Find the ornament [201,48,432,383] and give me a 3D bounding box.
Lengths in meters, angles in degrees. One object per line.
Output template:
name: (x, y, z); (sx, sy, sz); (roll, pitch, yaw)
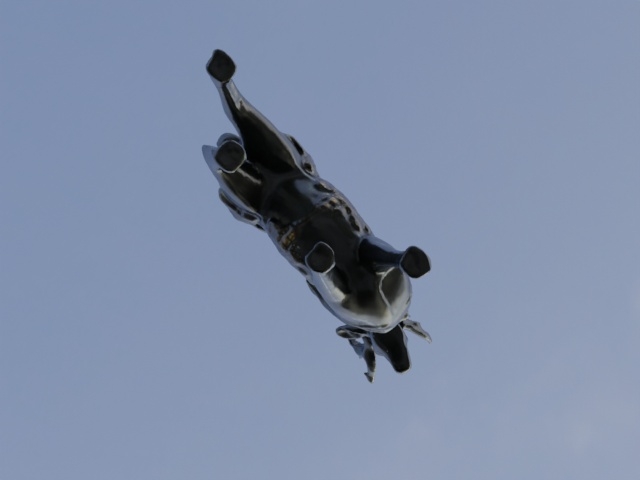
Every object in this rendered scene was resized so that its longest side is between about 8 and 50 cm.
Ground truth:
ornament: (0.000, 0.000, 0.445); (0.028, 0.125, 0.073); (-43, -104, -4)
